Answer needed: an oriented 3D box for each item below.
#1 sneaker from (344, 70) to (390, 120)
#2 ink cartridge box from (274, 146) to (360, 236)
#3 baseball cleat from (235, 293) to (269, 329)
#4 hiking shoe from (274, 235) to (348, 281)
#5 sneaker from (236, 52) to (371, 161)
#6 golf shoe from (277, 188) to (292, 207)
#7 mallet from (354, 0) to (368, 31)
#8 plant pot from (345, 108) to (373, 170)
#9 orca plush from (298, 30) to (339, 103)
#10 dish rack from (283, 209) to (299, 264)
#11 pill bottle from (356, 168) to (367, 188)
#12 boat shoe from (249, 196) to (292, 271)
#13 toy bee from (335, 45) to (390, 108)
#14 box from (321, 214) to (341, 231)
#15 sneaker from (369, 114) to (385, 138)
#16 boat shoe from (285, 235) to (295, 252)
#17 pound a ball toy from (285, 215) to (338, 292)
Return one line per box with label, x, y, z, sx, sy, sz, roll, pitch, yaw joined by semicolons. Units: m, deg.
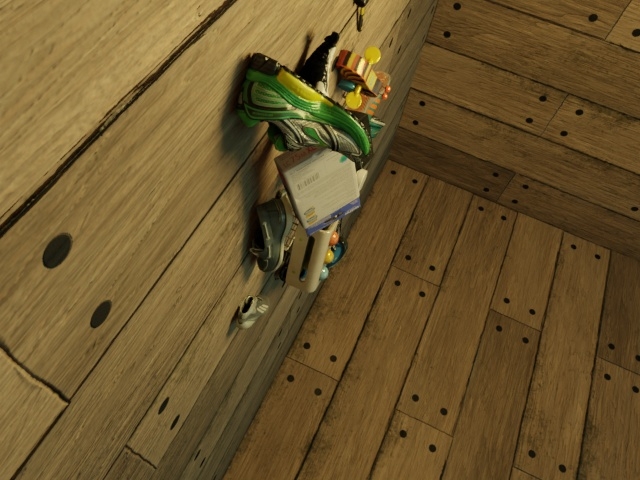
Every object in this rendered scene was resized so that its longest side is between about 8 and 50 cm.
sneaker;0.169;-0.532;1.936;0.302;0.108;0.121;-54;169;-20
ink cartridge box;0.003;-0.145;1.288;0.185;0.065;0.311;-31;148;-8
baseball cleat;-0.218;0.215;1.673;0.206;0.072;0.109;-58;163;-62
hiking shoe;-0.026;0.087;1.941;0.304;0.113;0.132;-32;180;13
sneaker;-0.032;-0.244;1.038;0.343;0.134;0.146;22;107;-40
golf shoe;-0.075;-0.131;1.553;0.176;0.086;0.069;-52;162;-64
mallet;0.127;-0.686;1.471;0.062;0.039;0.189;-63;176;-1
plant pot;0.050;-0.274;1.411;0.187;0.167;0.188;-50;135;-55
orca plush;-0.029;-0.355;1.178;0.102;0.151;0.287;2;121;-47
dish rack;-0.080;-0.047;1.796;0.208;0.074;0.272;33;81;-82
pill bottle;0.058;-0.239;1.711;0.108;0.193;0.108;24;90;-82
boat shoe;-0.161;-0.007;1.437;0.099;0.116;0.319;-11;150;-24
toy bee;0.149;-0.526;1.610;0.298;0.162;0.195;-47;158;-66
box;0.005;-0.064;2.026;0.180;0.147;0.077;89;26;-69
sneaker;0.244;-0.538;2.391;0.110;0.107;0.275;-57;172;4
boat shoe;-0.108;0.029;1.952;0.046;0.038;0.125;105;12;-47
pound a ball toy;0.000;0.000;1.733;0.208;0.135;0.319;-56;165;-53
